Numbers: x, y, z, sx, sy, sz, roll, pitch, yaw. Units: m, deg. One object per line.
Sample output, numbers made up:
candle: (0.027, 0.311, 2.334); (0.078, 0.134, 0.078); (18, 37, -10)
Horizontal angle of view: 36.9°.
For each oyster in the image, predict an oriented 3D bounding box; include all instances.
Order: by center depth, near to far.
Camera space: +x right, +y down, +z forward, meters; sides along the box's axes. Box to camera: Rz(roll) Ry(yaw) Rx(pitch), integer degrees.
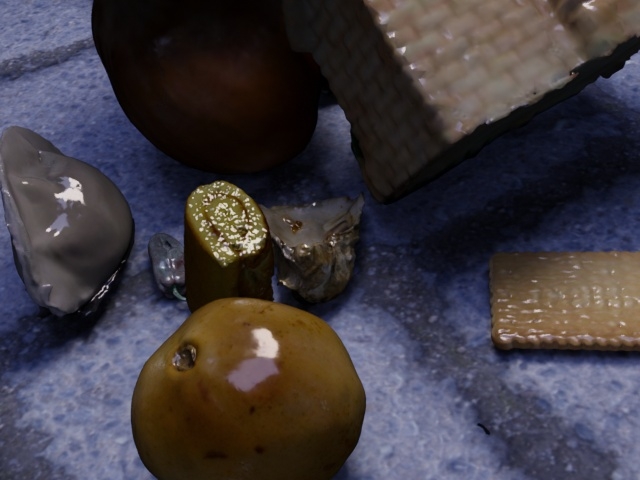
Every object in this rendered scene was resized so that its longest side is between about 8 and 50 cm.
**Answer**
oyster: (-0.013, 0.006, 1.235); (0.162, 0.107, 0.232); (-11, 23, 3)

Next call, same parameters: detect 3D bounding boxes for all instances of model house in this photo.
model house: (0.183, -0.330, 1.250); (0.445, 0.395, 0.400); (-30, 89, -17)

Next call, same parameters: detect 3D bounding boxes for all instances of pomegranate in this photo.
pomegranate: (-0.069, 0.162, 0.961); (0.233, 0.233, 0.233); (-4, 41, 4)

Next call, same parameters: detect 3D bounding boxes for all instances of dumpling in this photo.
dumpling: (-0.322, -0.032, 1.230); (0.163, 0.204, 0.293); (3, 32, -6)

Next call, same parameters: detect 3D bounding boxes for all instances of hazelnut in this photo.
hazelnut: (-0.150, -0.268, 1.369); (0.366, 0.365, 0.365); (-4, 41, 4)

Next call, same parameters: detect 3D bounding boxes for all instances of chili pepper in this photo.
chili pepper: (-0.199, 0.028, 1.264); (0.050, 0.041, 0.153); (22, 29, -33)

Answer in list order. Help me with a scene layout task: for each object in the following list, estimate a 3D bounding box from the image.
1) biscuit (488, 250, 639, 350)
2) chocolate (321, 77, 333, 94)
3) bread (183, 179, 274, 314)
biscuit: (0.327, 0.073, 1.146); (0.250, 0.030, 0.160); (-1, 42, 7)
chocolate: (-0.004, -0.325, 1.586); (0.110, 0.110, 0.248); (-14, 45, -7)
bread: (-0.109, 0.032, 1.140); (0.103, 0.172, 0.132); (-20, 50, -20)
